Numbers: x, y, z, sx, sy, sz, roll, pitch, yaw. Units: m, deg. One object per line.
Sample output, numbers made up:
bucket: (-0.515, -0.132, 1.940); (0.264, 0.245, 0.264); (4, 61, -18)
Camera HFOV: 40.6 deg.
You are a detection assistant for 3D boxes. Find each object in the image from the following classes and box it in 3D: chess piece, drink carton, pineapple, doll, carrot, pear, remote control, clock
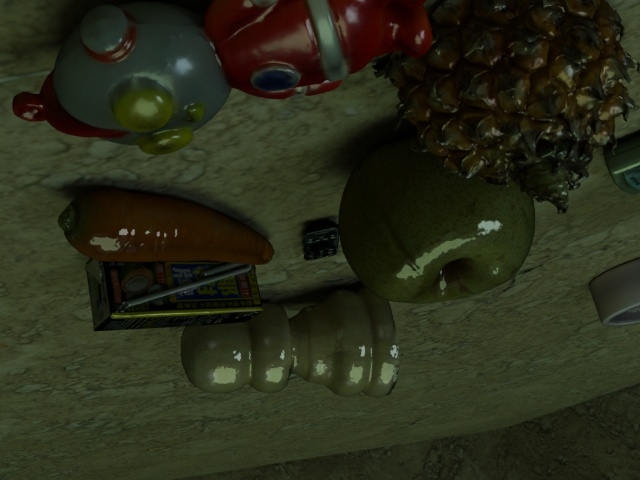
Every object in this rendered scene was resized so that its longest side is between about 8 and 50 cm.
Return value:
chess piece: (-0.042, 0.134, 1.078); (0.261, 0.142, 0.142); (-3, 159, -14)
drink carton: (-0.142, 0.047, 0.860); (0.166, 0.071, 0.056); (0, 160, -35)
pineapple: (0.140, -0.079, 0.588); (0.176, 0.136, 0.161); (5, 153, -40)
doll: (-0.058, -0.105, 0.491); (0.245, 0.076, 0.142); (-18, 160, 1)
carrot: (-0.111, -0.004, 0.765); (0.271, 0.062, 0.066); (6, 120, -51)
pear: (0.095, -0.021, 0.727); (0.167, 0.136, 0.167); (-10, 158, -4)
remote control: (0.392, -0.106, 0.825); (0.234, 0.038, 0.098); (-22, 158, 27)
remote control: (0.000, 0.000, 0.904); (0.039, 0.014, 0.096); (-11, 162, -5)
clock: (0.532, 0.076, 1.371); (0.197, 0.068, 0.197); (-11, 161, -4)
